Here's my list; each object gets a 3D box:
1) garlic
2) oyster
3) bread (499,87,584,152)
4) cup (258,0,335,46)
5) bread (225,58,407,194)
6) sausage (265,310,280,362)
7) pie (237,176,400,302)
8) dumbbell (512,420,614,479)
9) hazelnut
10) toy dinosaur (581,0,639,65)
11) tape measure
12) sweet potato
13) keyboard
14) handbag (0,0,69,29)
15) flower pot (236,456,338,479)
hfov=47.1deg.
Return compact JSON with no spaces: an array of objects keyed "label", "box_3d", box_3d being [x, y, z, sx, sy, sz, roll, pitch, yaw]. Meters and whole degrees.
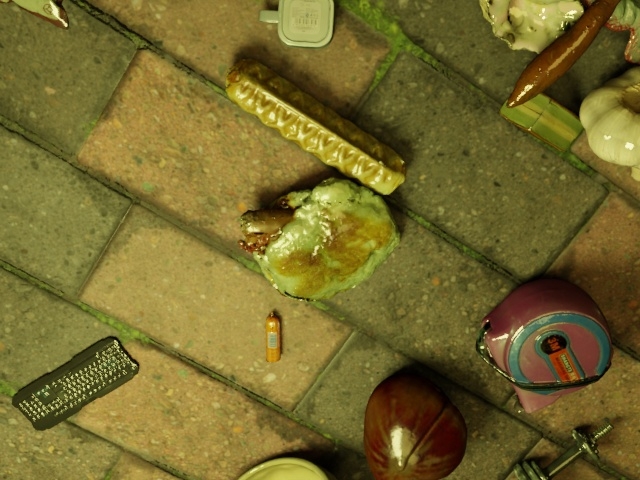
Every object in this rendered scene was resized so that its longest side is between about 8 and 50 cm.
[{"label":"garlic","box_3d":[0.560,-0.183,1.307,0.199,0.199,0.226,-19,145,4]},{"label":"oyster","box_3d":[0.350,-0.383,1.245,0.209,0.072,0.133,3,133,-12]},{"label":"bread","box_3d":[0.406,-0.223,1.336,0.139,0.084,0.074,15,113,-42]},{"label":"cup","box_3d":[-0.039,-0.362,1.195,0.128,0.129,0.095,4,104,-2]},{"label":"bread","box_3d":[-0.005,-0.196,1.289,0.367,0.077,0.084,31,110,-15]},{"label":"sausage","box_3d":[-0.094,0.190,1.456,0.031,0.031,0.107,0,111,-4]},{"label":"pie","box_3d":[0.006,0.005,1.365,0.274,0.105,0.257,-23,126,8]},{"label":"dumbbell","box_3d":[0.520,0.471,1.572,0.254,0.110,0.110,-41,108,5]},{"label":"hazelnut","box_3d":[0.176,0.379,1.452,0.229,0.229,0.230,-1,111,-3]},{"label":"toy dinosaur","box_3d":[0.490,-0.401,1.248,0.242,0.053,0.167,9,118,-16]},{"label":"tape measure","box_3d":[0.436,0.197,1.437,0.245,0.149,0.232,-26,114,15]},{"label":"sweet potato","box_3d":[0.411,-0.318,1.231,0.057,0.057,0.264,39,113,-16]},{"label":"keyboard","box_3d":[-0.492,0.292,1.479,0.262,0.016,0.106,-31,110,9]},{"label":"handbag","box_3d":[-0.462,-0.463,1.130,0.212,0.127,0.235,20,104,14]},{"label":"flower pot","box_3d":[-0.053,0.628,1.502,0.307,0.307,0.244,-26,124,7]}]
